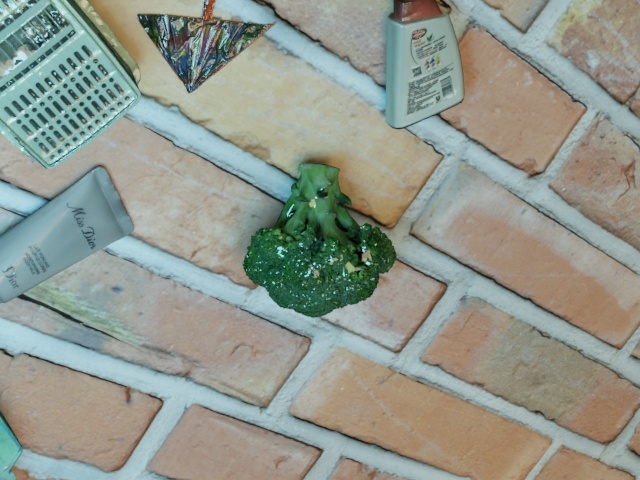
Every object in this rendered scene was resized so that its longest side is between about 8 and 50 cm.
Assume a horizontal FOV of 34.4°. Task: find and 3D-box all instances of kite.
[{"bbox_3d":[-0.182,-0.321,1.638,0.232,0.009,0.189,1,117,-29],"label":"kite"}]

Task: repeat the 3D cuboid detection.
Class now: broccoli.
[{"bbox_3d":[0.000,0.000,1.809,0.269,0.270,0.270,5,85,-30],"label":"broccoli"}]

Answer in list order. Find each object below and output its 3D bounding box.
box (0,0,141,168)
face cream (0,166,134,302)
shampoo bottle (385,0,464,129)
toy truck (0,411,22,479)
[{"bbox_3d":[-0.407,-0.261,1.454,0.220,0.166,0.290,-39,129,-2],"label":"box"},{"bbox_3d":[-0.456,0.013,1.660,0.314,0.089,0.143,-36,130,-18],"label":"face cream"},{"bbox_3d":[0.160,-0.343,1.770,0.153,0.071,0.284,-23,124,-11],"label":"shampoo bottle"},{"bbox_3d":[-0.598,0.344,1.732,0.156,0.155,0.279,-34,129,-16],"label":"toy truck"}]
